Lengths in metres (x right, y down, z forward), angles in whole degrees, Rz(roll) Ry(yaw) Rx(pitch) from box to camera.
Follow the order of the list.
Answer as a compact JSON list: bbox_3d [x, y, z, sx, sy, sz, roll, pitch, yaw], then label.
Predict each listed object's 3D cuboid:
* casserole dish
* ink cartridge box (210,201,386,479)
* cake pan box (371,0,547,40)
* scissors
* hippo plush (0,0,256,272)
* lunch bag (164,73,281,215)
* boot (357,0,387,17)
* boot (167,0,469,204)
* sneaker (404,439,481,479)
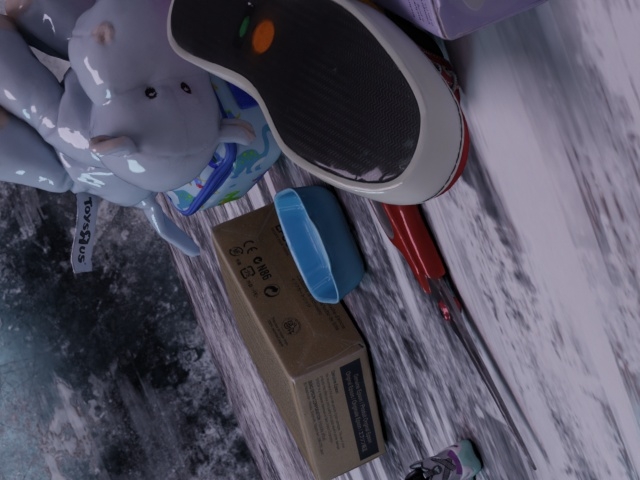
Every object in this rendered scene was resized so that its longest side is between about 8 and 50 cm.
[{"bbox_3d":[0.000,0.000,1.599,0.188,0.037,0.114,170,77,-81],"label":"casserole dish"},{"bbox_3d":[-0.023,0.107,1.811,0.193,0.088,0.234,77,166,-49],"label":"ink cartridge box"},{"bbox_3d":[0.011,-0.252,0.877,0.246,0.070,0.266,39,151,66],"label":"cake pan box"},{"bbox_3d":[0.088,0.037,1.269,0.297,0.021,0.109,65,168,10],"label":"scissors"},{"bbox_3d":[-0.200,-0.109,1.503,0.236,0.234,0.294,-174,76,-68],"label":"hippo plush"},{"bbox_3d":[-0.129,-0.150,1.710,0.219,0.090,0.176,65,148,10],"label":"lunch bag"},{"bbox_3d":[-0.020,-0.189,1.147,0.211,0.104,0.295,39,154,58],"label":"boot"},{"bbox_3d":[0.044,-0.080,0.945,0.244,0.176,0.088,42,111,49],"label":"boot"},{"bbox_3d":[0.094,0.197,1.438,0.098,0.069,0.038,94,152,-69],"label":"sneaker"}]
